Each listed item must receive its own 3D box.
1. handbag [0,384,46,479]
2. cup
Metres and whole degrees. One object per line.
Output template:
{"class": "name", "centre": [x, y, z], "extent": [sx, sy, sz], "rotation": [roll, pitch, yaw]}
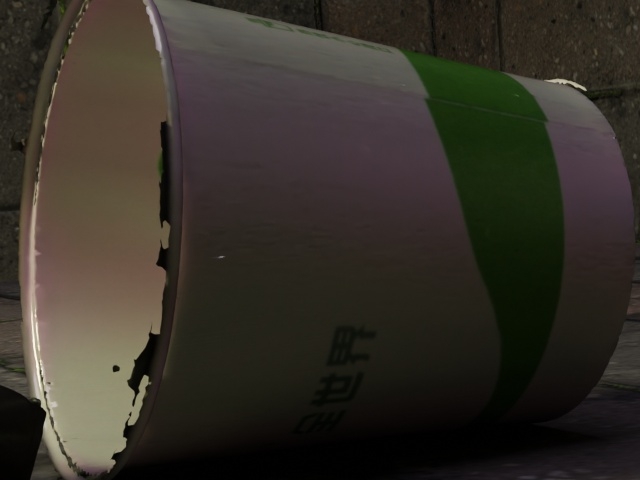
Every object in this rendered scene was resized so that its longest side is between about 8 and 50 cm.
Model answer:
{"class": "handbag", "centre": [-0.270, 0.071, 0.758], "extent": [0.223, 0.080, 0.247], "rotation": [12, -5, 22]}
{"class": "cup", "centre": [0.000, 0.000, 0.883], "extent": [0.274, 0.253, 0.253], "rotation": [3, -1, -23]}
